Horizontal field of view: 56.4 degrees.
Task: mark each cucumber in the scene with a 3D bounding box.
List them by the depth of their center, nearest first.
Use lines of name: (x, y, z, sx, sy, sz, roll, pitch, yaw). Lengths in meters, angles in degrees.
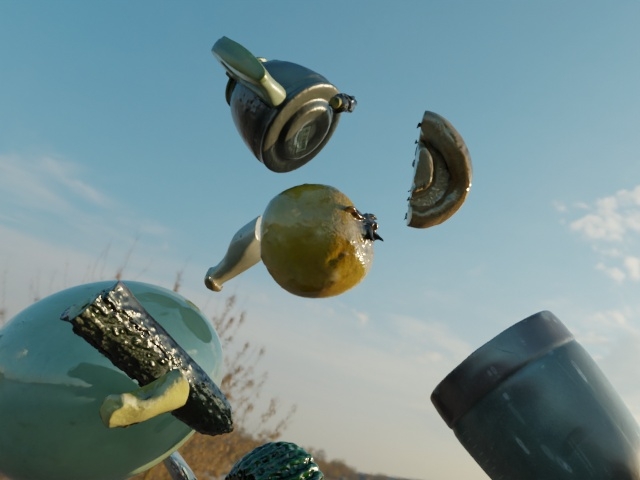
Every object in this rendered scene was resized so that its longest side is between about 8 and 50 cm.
cucumber: (-0.171, 0.134, 0.638, 0.067, 0.067, 0.245, -2, -45, 36)

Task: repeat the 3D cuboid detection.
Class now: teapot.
teapot: (0.342, 0.311, 0.897, 0.233, 0.312, 0.315, -28, -27, -12)
teapot: (-0.130, -0.307, 1.346, 0.239, 0.239, 0.322, 42, 27, 24)

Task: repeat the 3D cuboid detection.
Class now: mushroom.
mushroom: (0.294, -0.165, 1.446, 0.151, 0.285, 0.156, 8, 6, 6)
mushroom: (-0.207, 0.035, 1.510, 0.093, 0.225, 0.116, 52, 14, 17)

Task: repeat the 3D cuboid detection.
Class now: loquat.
loquat: (0.000, 0.000, 1.181, 0.244, 0.243, 0.244, 12, -21, 4)

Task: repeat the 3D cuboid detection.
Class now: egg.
egg: (-0.298, 0.194, 0.844, 0.276, 0.275, 0.389, 2, 7, 27)

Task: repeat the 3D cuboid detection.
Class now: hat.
hat: (-0.145, 0.576, 1.181, 0.332, 0.274, 0.242, -17, 5, -31)

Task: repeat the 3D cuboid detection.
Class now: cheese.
cheese: (-0.157, 0.143, 0.540, 0.083, 0.044, 0.030, -8, 37, -42)

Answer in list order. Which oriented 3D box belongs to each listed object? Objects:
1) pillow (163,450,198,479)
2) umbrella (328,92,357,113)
pillow: (-0.287, 0.445, 1.181, 0.233, 0.038, 0.130, 17, -45, 58)
umbrella: (0.043, -0.257, 1.118, 0.040, 0.037, 0.144, -4, 11, 14)
